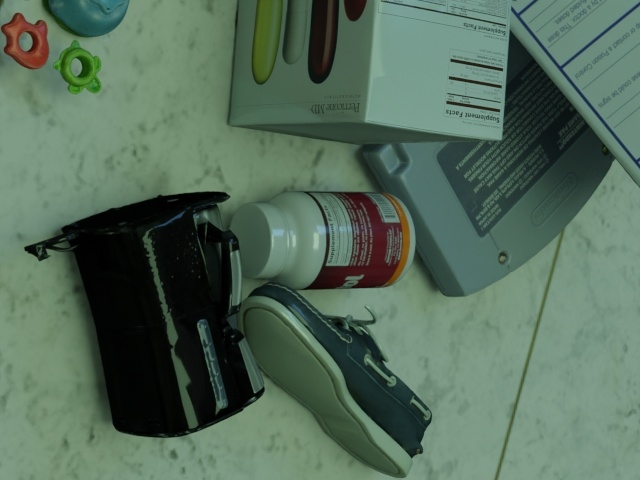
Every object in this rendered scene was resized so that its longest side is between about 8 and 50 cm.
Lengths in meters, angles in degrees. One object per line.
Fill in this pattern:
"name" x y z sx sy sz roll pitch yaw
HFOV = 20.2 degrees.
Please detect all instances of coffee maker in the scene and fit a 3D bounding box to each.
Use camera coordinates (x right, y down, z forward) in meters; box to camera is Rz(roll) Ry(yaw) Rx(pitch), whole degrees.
"coffee maker" -0.139 0.064 1.434 0.171 0.120 0.178 -15 100 -19

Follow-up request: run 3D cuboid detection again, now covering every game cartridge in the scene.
"game cartridge" 0.179 -0.091 1.704 0.294 0.060 0.196 -44 113 -28

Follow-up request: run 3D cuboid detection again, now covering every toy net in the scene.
"toy net" -0.246 -0.211 1.374 0.232 0.045 0.122 35 73 -32

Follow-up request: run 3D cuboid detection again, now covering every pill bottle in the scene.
"pill bottle" 0.000 0.000 1.546 0.152 0.086 0.086 0 92 -37

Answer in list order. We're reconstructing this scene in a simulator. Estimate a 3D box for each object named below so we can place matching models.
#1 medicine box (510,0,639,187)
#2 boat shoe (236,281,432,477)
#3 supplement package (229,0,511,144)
"medicine box" 0.322 -0.208 1.597 0.263 0.149 0.289 -39 107 10
"boat shoe" 0.020 0.109 1.558 0.254 0.095 0.079 48 62 -33
"supplement package" 0.042 -0.188 1.501 0.149 0.194 0.203 5 88 -37
